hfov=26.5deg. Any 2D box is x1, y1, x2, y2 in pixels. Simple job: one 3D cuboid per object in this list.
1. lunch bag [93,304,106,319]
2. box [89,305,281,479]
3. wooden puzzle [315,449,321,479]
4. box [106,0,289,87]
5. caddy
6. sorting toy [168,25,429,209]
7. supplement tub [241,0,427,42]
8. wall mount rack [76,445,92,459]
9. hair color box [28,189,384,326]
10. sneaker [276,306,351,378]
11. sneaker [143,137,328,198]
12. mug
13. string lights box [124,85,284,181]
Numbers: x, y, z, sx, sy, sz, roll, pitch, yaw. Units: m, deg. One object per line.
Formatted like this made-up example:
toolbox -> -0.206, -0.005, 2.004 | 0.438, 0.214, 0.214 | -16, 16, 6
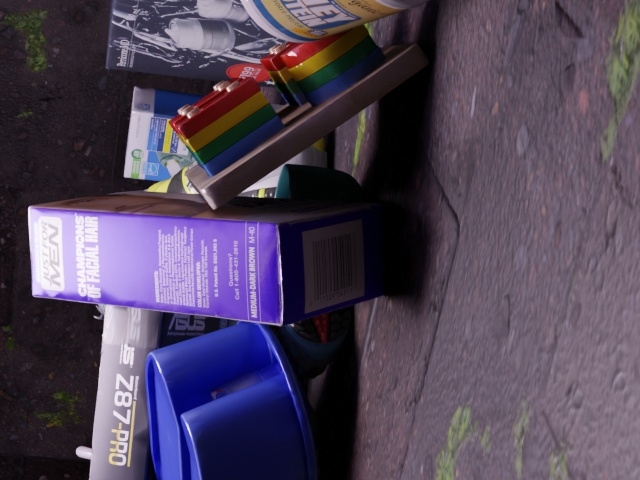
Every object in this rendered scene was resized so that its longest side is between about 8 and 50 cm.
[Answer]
lunch bag -> -0.224, 0.051, 2.171 | 0.115, 0.303, 0.243 | 52, 171, 22
box -> -0.179, 0.246, 1.886 | 0.395, 0.097, 0.318 | 14, -100, -67
wooden puzzle -> -0.019, 0.303, 1.695 | 0.078, 0.014, 0.116 | -94, 14, -48
box -> -0.125, -0.362, 1.862 | 0.343, 0.313, 0.179 | 122, 152, -69
caddy -> -0.087, 0.252, 1.600 | 0.241, 0.179, 0.341 | -125, 28, -45
sorting toy -> -0.041, -0.150, 1.420 | 0.089, 0.255, 0.257 | 56, 176, -10
supplement tub -> 0.030, -0.266, 1.214 | 0.200, 0.144, 0.144 | -11, 70, 47
wall mount rack -> -0.253, 0.458, 2.132 | 0.304, 0.130, 0.350 | 53, 166, 54
hair color box -> -0.123, 0.010, 1.426 | 0.185, 0.339, 0.110 | -12, -78, -54
sneaker -> -0.028, 0.056, 1.651 | 0.262, 0.104, 0.125 | -94, 12, -46
sneaker -> -0.115, -0.079, 1.933 | 0.385, 0.145, 0.147 | -7, 61, 47
mug -> -0.001, -0.005, 1.547 | 0.129, 0.097, 0.157 | -159, 75, -79
string lights box -> -0.179, -0.160, 2.190 | 0.076, 0.260, 0.133 | -95, 14, -50
